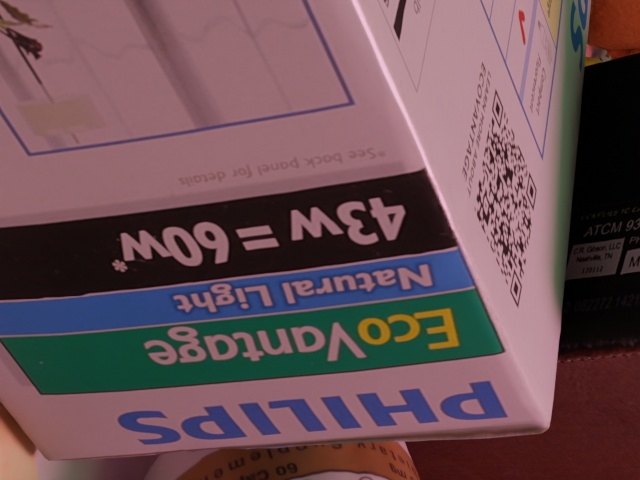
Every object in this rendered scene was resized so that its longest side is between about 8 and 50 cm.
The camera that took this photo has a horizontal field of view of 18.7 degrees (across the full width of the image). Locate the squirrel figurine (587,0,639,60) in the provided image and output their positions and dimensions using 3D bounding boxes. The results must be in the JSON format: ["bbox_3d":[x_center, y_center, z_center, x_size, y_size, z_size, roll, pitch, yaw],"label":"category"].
[{"bbox_3d":[0.330,-0.286,1.715,0.397,0.281,0.370,57,40,-46],"label":"squirrel figurine"}]

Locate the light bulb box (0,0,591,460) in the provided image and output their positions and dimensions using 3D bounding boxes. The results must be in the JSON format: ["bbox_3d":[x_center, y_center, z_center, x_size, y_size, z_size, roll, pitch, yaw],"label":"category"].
[{"bbox_3d":[-0.045,-0.158,0.754,0.361,0.225,0.358,63,29,-45],"label":"light bulb box"}]

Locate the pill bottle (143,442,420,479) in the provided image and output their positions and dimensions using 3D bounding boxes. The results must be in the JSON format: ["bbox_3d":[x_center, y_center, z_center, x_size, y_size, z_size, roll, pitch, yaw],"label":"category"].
[{"bbox_3d":[0.006,0.189,0.823,0.131,0.131,0.229,59,8,-49],"label":"pill bottle"}]

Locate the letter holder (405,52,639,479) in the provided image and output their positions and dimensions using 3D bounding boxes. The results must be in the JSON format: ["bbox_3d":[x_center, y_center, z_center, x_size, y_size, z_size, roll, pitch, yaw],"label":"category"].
[{"bbox_3d":[0.127,0.044,0.934,0.214,0.302,0.152,36,60,-34],"label":"letter holder"}]

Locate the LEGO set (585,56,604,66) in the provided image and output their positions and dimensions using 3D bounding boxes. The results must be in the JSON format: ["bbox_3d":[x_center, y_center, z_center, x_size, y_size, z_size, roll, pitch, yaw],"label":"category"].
[{"bbox_3d":[0.181,-0.151,1.519,0.087,0.093,0.227,-64,142,-54],"label":"LEGO set"}]
